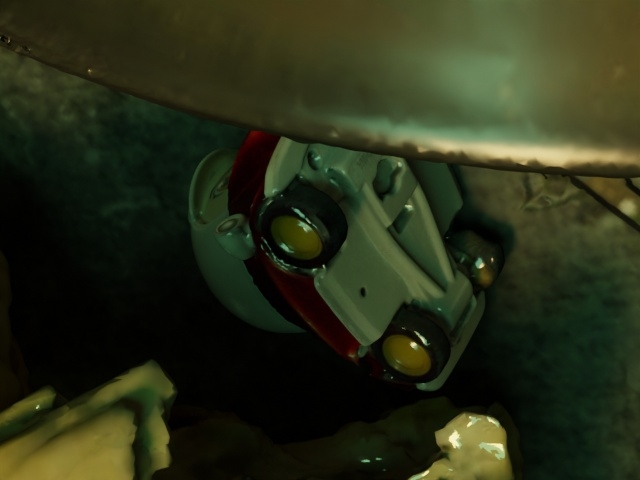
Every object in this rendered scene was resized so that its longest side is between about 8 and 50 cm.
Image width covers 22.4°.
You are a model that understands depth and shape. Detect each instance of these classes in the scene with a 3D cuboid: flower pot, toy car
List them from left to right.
[{"bbox_3d":[0.000,0.000,0.690,0.112,0.112,0.139,-11,121,39],"label":"toy car"},{"bbox_3d":[0.061,-0.177,0.461,0.379,0.379,0.251,6,77,16],"label":"flower pot"}]

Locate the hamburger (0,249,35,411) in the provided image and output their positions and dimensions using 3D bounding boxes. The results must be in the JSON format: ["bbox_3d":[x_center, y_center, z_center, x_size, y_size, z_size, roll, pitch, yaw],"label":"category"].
[{"bbox_3d":[-0.225,0.065,0.745,0.237,0.149,0.237,-16,64,37],"label":"hamburger"}]

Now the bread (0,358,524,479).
[{"bbox_3d":[-0.053,0.170,0.617,0.314,0.191,0.370,-17,145,0],"label":"bread"}]
